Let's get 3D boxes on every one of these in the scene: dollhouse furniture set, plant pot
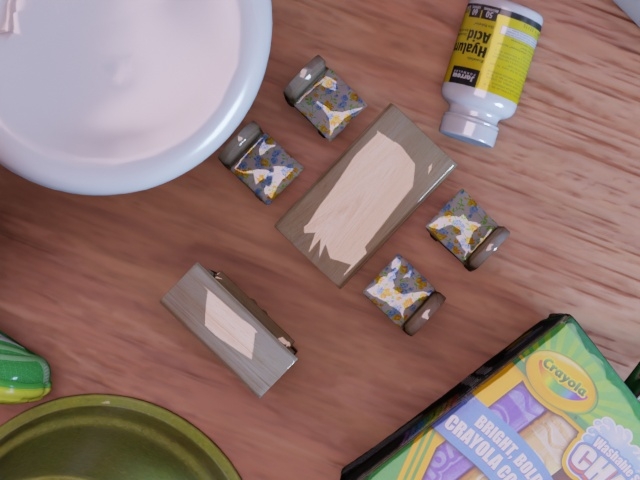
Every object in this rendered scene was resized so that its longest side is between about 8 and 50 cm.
[{"bbox_3d":[0.000,0.000,1.577,0.212,0.161,0.242,44,89,2],"label":"dollhouse furniture set"},{"bbox_3d":[-0.186,0.261,1.523,0.276,0.254,0.276,0,88,1],"label":"plant pot"}]

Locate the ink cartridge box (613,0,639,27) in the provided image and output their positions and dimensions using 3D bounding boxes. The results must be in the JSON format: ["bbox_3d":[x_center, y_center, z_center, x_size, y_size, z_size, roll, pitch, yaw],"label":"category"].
[{"bbox_3d":[0.300,-0.286,1.605,0.207,0.119,0.353,-43,87,-2],"label":"ink cartridge box"}]

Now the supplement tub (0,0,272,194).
[{"bbox_3d":[-0.176,-0.168,1.481,0.241,0.331,0.241,-2,99,-11],"label":"supplement tub"}]

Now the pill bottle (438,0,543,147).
[{"bbox_3d":[0.137,-0.138,1.629,0.065,0.065,0.116,17,88,1],"label":"pill bottle"}]

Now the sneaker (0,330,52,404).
[{"bbox_3d":[-0.339,0.033,1.606,0.295,0.109,0.123,34,91,1],"label":"sneaker"}]

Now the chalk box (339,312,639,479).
[{"bbox_3d":[0.179,0.174,1.560,0.289,0.180,0.179,-37,88,0],"label":"chalk box"}]
